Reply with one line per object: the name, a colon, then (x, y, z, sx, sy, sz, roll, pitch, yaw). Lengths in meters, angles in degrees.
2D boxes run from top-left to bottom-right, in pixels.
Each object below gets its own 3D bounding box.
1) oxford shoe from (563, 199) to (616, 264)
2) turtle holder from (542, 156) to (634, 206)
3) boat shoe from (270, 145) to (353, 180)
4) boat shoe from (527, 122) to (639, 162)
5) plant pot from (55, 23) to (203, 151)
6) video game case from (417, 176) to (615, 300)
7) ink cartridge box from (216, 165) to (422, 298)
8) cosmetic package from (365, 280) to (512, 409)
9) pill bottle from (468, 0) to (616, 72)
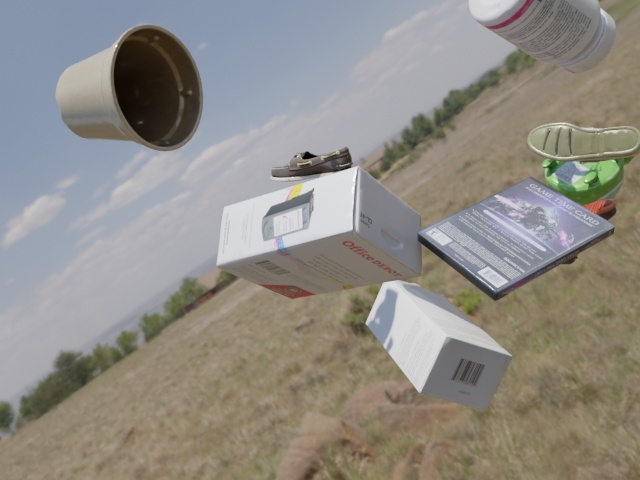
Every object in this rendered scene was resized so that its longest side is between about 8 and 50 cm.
oxford shoe: (0.607, -0.006, 1.666, 0.271, 0.098, 0.097, -38, 0, 41)
turtle holder: (0.899, -0.229, 2.316, 0.243, 0.227, 0.320, 9, 55, 33)
boat shoe: (-0.036, -0.254, 2.319, 0.324, 0.096, 0.116, -1, 14, 35)
boat shoe: (0.744, -0.265, 1.944, 0.302, 0.113, 0.103, 9, -4, 31)
plant pot: (-0.553, -0.403, 1.916, 0.305, 0.334, 0.334, -1, 23, 33)
video game case: (0.336, -0.013, 1.192, 0.274, 0.026, 0.196, -24, 42, -23)
ink cartridge box: (0.000, 0.000, 1.247, 0.306, 0.131, 0.226, -15, -29, 34)
cosmetic package: (0.275, 0.238, 1.681, 0.155, 0.197, 0.365, -68, 20, 10)
pill bottle: (0.442, -0.445, 1.357, 0.283, 0.160, 0.160, 18, -33, -33)
